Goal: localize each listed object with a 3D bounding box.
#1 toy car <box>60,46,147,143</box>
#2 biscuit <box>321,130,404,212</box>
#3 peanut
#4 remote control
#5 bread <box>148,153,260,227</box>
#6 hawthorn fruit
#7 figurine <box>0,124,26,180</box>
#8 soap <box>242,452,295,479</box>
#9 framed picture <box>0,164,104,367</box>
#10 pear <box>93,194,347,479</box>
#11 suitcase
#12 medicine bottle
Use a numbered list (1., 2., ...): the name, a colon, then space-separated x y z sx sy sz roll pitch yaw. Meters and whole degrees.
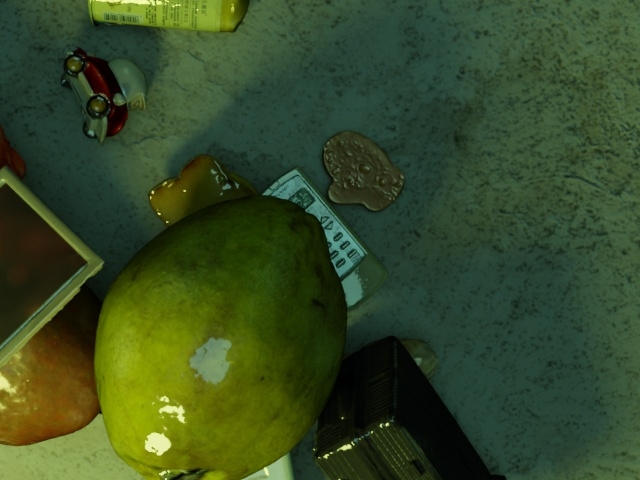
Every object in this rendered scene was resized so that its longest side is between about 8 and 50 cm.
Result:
1. toy car: -0.316 -0.228 1.795 0.112 0.112 0.139 -25 84 -19
2. biscuit: 0.055 -0.101 1.859 0.118 0.023 0.140 -42 96 -12
3. peanut: 0.075 0.204 1.836 0.214 0.099 0.099 -20 93 0
4. remote control: 0.000 0.000 1.854 0.098 0.038 0.233 -41 93 -4
5. bread: -0.139 -0.023 1.798 0.161 0.088 0.233 -32 108 24
6. hawthorn fruit: -0.413 0.165 1.711 0.301 0.268 0.267 37 88 -20
7. figurine: -0.640 -0.067 1.720 0.412 0.241 0.306 -4 64 12
8. soap: -0.124 0.367 1.822 0.173 0.095 0.289 -9 92 -6
9. framed picture: -0.453 0.066 1.577 0.211 0.020 0.289 42 79 19
10. pear: -0.137 0.137 1.626 0.352 0.352 0.413 32 67 -5
11. suitcase: 0.137 0.328 1.725 0.152 0.229 0.335 -28 113 15
12. medicine bottle: -0.224 -0.374 1.787 0.239 0.124 0.124 4 91 -6
